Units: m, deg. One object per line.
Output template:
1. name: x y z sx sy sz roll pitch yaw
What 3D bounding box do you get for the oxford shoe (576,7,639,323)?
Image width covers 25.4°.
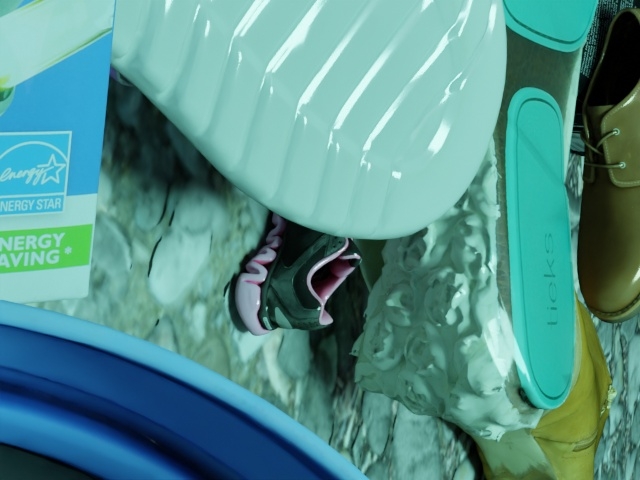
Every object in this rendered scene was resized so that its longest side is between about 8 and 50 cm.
1. oxford shoe: 0.196 -0.052 0.941 0.076 0.076 0.212 20 75 -43

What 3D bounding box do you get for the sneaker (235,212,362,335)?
1. sneaker: 0.000 0.000 0.749 0.047 0.057 0.119 57 44 -47

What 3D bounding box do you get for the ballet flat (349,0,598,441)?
1. ballet flat: 0.078 -0.094 0.808 0.147 0.147 0.408 23 71 -61

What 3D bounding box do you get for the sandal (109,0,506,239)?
1. sandal: -0.059 -0.131 0.560 0.416 0.102 0.169 31 86 -47

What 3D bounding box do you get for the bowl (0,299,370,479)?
1. bowl: -0.113 0.207 0.320 0.391 0.077 0.391 2 84 -24

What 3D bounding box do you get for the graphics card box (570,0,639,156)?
1. graphics card box: 0.196 -0.200 1.056 0.371 0.094 0.232 12 84 -61

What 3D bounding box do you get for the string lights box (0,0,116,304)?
1. string lights box: -0.125 -0.112 0.379 0.133 0.077 0.259 -6 111 -39

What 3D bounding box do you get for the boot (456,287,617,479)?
1. boot: 0.159 0.081 1.040 0.211 0.104 0.295 -51 140 -57
